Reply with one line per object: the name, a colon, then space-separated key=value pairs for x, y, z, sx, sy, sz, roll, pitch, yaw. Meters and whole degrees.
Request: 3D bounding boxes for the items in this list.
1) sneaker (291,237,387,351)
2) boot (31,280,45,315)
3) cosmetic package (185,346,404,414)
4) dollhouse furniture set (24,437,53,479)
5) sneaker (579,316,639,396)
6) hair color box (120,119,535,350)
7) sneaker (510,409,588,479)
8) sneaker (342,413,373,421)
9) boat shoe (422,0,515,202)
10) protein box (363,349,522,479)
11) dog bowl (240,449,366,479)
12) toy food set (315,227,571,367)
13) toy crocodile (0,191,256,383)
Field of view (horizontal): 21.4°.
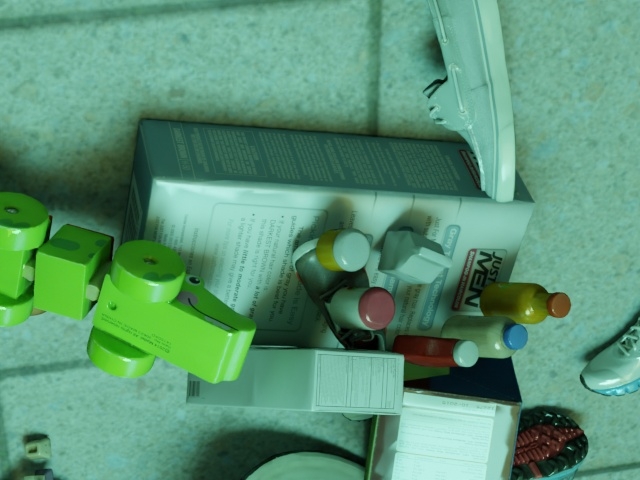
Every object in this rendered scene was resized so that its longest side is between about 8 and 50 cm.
sneaker: x=0.028 y=0.063 z=1.591 sx=0.061 sy=0.065 sz=0.158 roll=-29 pitch=127 yaw=8
boot: x=-0.360 y=0.085 z=1.647 sx=0.197 sy=0.073 sz=0.152 roll=10 pitch=120 yaw=-6
cosmetic package: x=-0.028 y=0.130 z=1.592 sx=0.099 sy=0.239 sz=0.060 roll=8 pitch=83 yaw=-32
dollhouse furniture set: x=-0.326 y=0.263 z=1.814 sx=0.114 sy=0.091 sz=0.081 roll=-10 pitch=171 yaw=19
sneaker: x=0.363 y=0.099 z=1.847 sx=0.190 sy=0.071 sz=0.083 roll=-28 pitch=120 yaw=-4
hair color box: x=0.000 y=0.000 z=1.652 sx=0.374 sy=0.114 sz=0.185 roll=4 pitch=123 yaw=-16
sneaker: x=0.174 y=0.282 z=1.887 sx=0.261 sy=0.104 sz=0.125 roll=-9 pitch=137 yaw=-15
sneaker: x=0.077 y=0.125 z=1.800 sx=0.161 sy=0.057 sz=0.075 roll=-34 pitch=108 yaw=12
boat shoe: x=0.136 y=-0.145 z=1.582 sx=0.081 sy=0.079 sz=0.228 roll=-9 pitch=98 yaw=5
protein box: x=0.115 y=0.220 z=1.684 sx=0.136 sy=0.200 sz=0.201 roll=8 pitch=101 yaw=1
dog bowl: x=-0.003 y=0.438 z=1.795 sx=0.408 sy=0.408 sz=0.150 roll=31 pitch=131 yaw=-30
toy food set: x=0.111 y=0.057 z=1.556 sx=0.232 sy=0.104 sz=0.111 roll=23 pitch=77 yaw=-30
toy crocodile: x=-0.216 y=0.031 z=1.537 sx=0.340 sy=0.105 sz=0.115 roll=21 pitch=122 yaw=10
